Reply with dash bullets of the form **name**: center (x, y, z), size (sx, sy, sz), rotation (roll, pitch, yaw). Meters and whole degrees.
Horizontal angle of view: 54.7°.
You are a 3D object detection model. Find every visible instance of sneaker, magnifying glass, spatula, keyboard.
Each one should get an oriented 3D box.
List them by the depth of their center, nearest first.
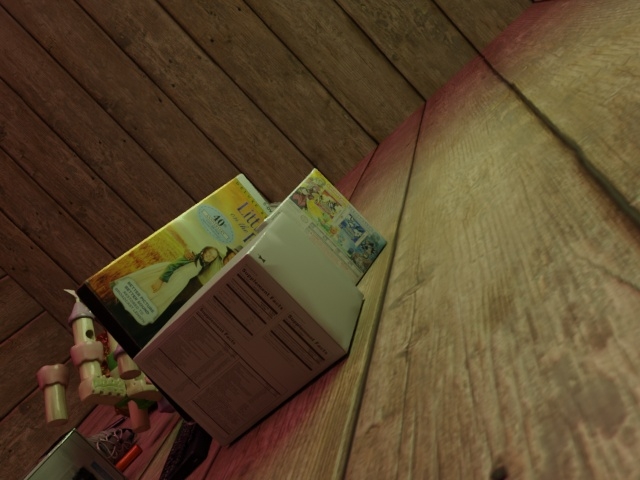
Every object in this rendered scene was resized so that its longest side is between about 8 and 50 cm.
- **keyboard**: center (-0.214, 0.331, 1.132), size (0.201, 0.033, 0.317), rotation (-44, 8, 1)
- **magnifying glass**: center (-0.503, 0.567, 1.427), size (0.231, 0.026, 0.092), rotation (-48, 7, -15)
- **sneaker**: center (-0.523, 0.500, 1.517), size (0.115, 0.105, 0.281), rotation (-34, -2, -10)
- **spatula**: center (-0.685, 0.607, 2.193), size (0.296, 0.030, 0.084), rotation (-45, 9, -11)

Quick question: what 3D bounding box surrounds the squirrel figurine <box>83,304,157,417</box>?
- **squirrel figurine**: center (-0.578, 0.320, 1.870), size (0.397, 0.370, 0.281), rotation (-42, 7, 18)

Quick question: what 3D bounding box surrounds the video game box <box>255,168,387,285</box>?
- **video game box**: center (0.006, -0.008, 1.158), size (0.187, 0.205, 0.048), rotation (-49, 7, -39)

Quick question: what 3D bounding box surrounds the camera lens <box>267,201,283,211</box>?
- **camera lens**: center (-0.154, 0.033, 1.767), size (0.219, 0.219, 0.274), rotation (-39, 8, 34)

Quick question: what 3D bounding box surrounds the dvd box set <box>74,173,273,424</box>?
- **dvd box set**: center (-0.196, 0.090, 1.179), size (0.062, 0.307, 0.420), rotation (-33, 7, 47)

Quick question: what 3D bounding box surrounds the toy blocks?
- **toy blocks**: center (-0.419, 0.238, 1.373), size (0.309, 0.260, 0.289), rotation (-35, -35, 21)

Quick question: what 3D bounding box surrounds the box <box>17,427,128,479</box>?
- **box**: center (-0.544, 0.541, 1.222), size (0.087, 0.169, 0.290), rotation (-35, 10, 42)

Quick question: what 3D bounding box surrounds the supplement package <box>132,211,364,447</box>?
- **supplement package**: center (-0.102, 0.133, 0.962), size (0.263, 0.198, 0.199), rotation (-42, 7, 21)
